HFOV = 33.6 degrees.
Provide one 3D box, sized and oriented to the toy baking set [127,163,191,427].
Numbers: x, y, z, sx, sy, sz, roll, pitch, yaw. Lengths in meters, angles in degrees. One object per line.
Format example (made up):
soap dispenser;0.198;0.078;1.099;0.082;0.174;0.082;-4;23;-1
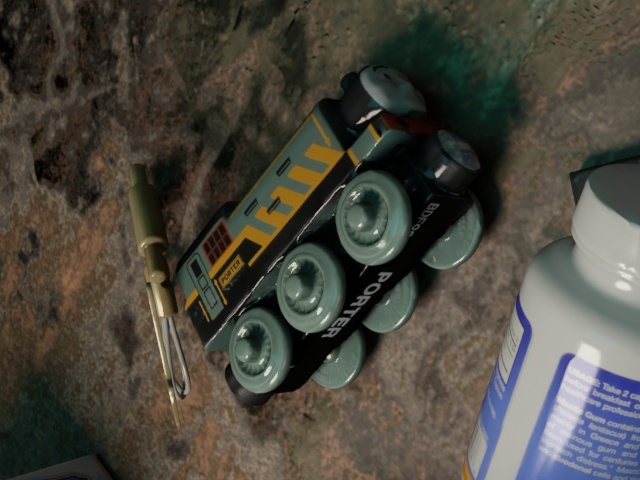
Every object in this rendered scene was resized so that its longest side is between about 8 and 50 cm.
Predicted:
toy baking set;-0.158;0.050;1.065;0.256;0.030;0.197;-112;13;-49

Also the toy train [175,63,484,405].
toy train;0.000;0.000;0.948;0.334;0.142;0.190;-50;56;31

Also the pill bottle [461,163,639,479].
pill bottle;0.204;0.091;0.751;0.152;0.152;0.272;33;125;31

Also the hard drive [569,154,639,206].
hard drive;0.249;0.002;0.815;0.094;0.022;0.135;-14;87;39

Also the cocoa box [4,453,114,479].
cocoa box;-0.357;0.417;1.135;0.228;0.347;0.231;47;120;25
